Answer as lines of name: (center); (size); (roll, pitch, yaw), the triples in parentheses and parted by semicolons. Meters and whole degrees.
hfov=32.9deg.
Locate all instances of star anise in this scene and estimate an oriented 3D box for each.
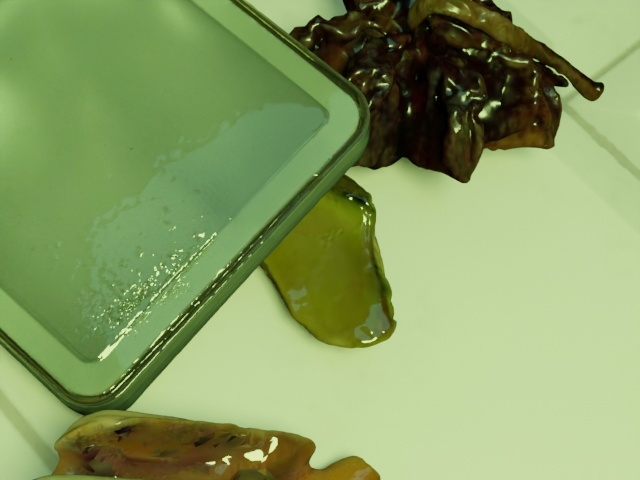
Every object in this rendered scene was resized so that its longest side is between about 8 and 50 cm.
star anise: (0.073, -0.133, 0.794); (0.220, 0.125, 0.190); (-30, 48, -32)

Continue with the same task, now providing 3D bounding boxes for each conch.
conch: (-0.071, 0.181, 0.585); (0.255, 0.127, 0.158); (11, 24, -35)

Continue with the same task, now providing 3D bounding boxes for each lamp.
lamp: (-0.143, -0.066, 0.689); (0.269, 0.047, 0.266); (40, 77, 10)

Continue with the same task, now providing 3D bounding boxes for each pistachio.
pistachio: (0.000, 0.000, 0.738); (0.090, 0.049, 0.173); (-30, 72, -5)
